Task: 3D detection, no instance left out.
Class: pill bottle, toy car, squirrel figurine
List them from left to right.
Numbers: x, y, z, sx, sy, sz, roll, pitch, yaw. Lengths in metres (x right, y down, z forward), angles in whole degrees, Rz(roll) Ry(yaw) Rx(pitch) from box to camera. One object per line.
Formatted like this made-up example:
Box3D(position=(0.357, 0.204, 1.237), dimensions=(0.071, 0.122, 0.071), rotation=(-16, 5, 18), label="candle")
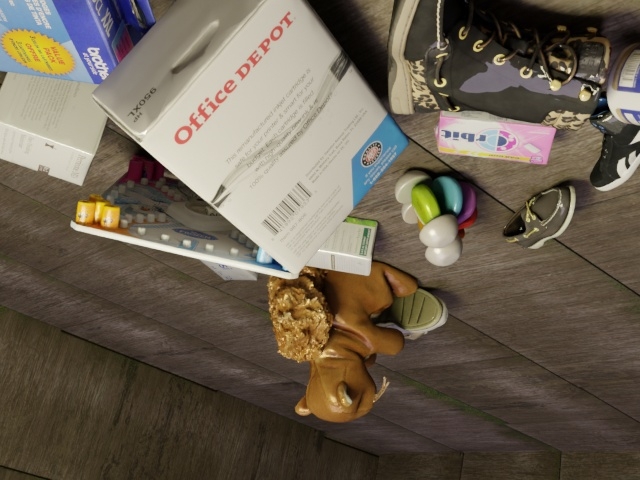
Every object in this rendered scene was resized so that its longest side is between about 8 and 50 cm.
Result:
Box3D(position=(0.009, 0.224, 1.972), dimensions=(0.397, 0.370, 0.281), rotation=(31, 150, -35), label="squirrel figurine")
Box3D(position=(0.230, -0.054, 1.578), dimensions=(0.136, 0.159, 0.182), rotation=(-27, 149, 1), label="toy car")
Box3D(position=(0.479, -0.196, 1.087), dimensions=(0.112, 0.112, 0.187), rotation=(32, 175, -37), label="pill bottle")

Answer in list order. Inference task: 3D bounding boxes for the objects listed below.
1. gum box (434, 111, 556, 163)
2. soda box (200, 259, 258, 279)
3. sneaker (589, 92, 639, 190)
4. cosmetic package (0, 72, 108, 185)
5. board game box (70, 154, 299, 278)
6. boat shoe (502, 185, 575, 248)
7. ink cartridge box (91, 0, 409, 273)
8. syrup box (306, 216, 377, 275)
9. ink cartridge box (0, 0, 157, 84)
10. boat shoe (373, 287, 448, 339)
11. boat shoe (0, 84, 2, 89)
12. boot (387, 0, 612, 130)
Box3D(position=(0.276, -0.183, 1.343), dimensions=(0.189, 0.062, 0.107), rotation=(7, 155, 10), label="gum box")
Box3D(position=(-0.244, -0.006, 1.932), dimensions=(0.098, 0.091, 0.286), rotation=(-2, 152, 30), label="soda box")
Box3D(position=(0.448, -0.165, 1.300), dimensions=(0.121, 0.079, 0.217), rotation=(19, 147, -8), label="sneaker")
Box3D(position=(-0.484, -0.217, 1.512), dimensions=(0.184, 0.151, 0.151), rotation=(20, 156, -17), label="cosmetic package")
Box3D(position=(-0.214, -0.058, 1.571), dimensions=(0.390, 0.050, 0.390), rotation=(13, -161, -1), label="board game box")
Box3D(position=(0.405, -0.042, 1.566), dimensions=(0.069, 0.081, 0.227), rotation=(10, 158, -4), label="boat shoe")
Box3D(position=(-0.085, -0.175, 1.228), dimensions=(0.166, 0.285, 0.395), rotation=(38, 176, 41), label="ink cartridge box")
Box3D(position=(0.000, 0.000, 1.829), dimensions=(0.237, 0.093, 0.096), rotation=(10, 156, 6), label="syrup box")
Box3D(position=(-0.411, -0.362, 1.179), dimensions=(0.396, 0.151, 0.270), rotation=(7, 155, 7), label="ink cartridge box")
Box3D(position=(0.229, 0.190, 2.129), dimensions=(0.103, 0.113, 0.302), rotation=(24, 163, -28), label="boat shoe")
Box3D(position=(-0.598, -0.228, 1.608), dimensions=(0.285, 0.102, 0.092), rotation=(18, 151, -27), label="boat shoe")
Box3D(position=(0.234, -0.261, 1.104), dimensions=(0.284, 0.138, 0.377), rotation=(10, 159, 7), label="boot")
